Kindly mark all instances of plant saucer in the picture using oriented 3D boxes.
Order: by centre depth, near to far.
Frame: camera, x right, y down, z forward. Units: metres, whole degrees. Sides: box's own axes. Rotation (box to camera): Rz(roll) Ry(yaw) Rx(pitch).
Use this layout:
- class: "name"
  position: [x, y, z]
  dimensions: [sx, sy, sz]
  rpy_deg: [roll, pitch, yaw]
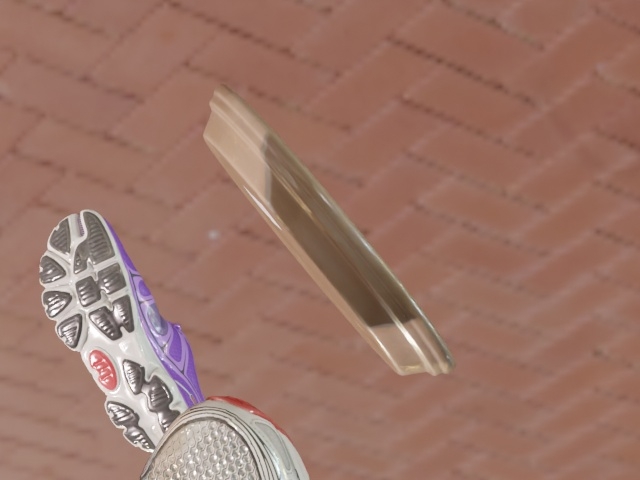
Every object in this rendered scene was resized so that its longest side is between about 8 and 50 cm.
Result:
- class: "plant saucer"
  position: [0.000, 0.000, 1.443]
  dimensions: [0.041, 0.278, 0.278]
  rpy_deg: [-39, 143, -2]

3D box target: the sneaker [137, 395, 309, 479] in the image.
- class: "sneaker"
  position: [-0.061, 0.168, 0.725]
  dimensions: [0.088, 0.225, 0.093]
  rpy_deg: [12, 168, 21]

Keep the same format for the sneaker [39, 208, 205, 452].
- class: "sneaker"
  position: [-0.128, 0.059, 1.276]
  dimensions: [0.068, 0.170, 0.071]
  rpy_deg: [-21, -174, 25]
